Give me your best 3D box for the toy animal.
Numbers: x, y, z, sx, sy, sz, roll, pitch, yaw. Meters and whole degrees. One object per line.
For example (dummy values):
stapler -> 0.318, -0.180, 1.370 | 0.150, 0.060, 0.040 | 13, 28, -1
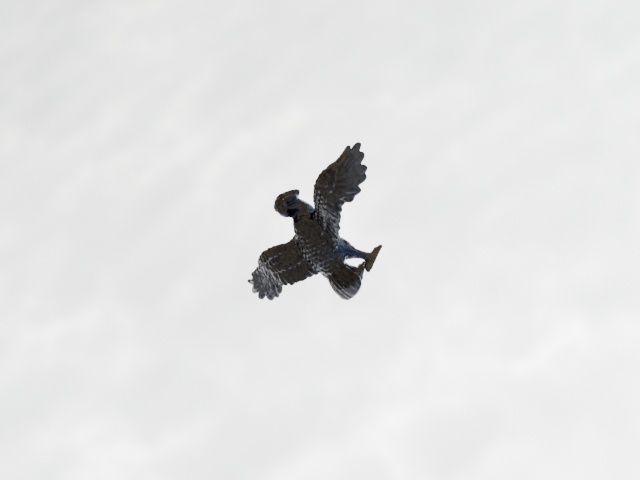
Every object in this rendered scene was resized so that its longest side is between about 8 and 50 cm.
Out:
toy animal -> 0.000, 0.000, 1.482 | 0.220, 0.108, 0.062 | -48, -177, 43
